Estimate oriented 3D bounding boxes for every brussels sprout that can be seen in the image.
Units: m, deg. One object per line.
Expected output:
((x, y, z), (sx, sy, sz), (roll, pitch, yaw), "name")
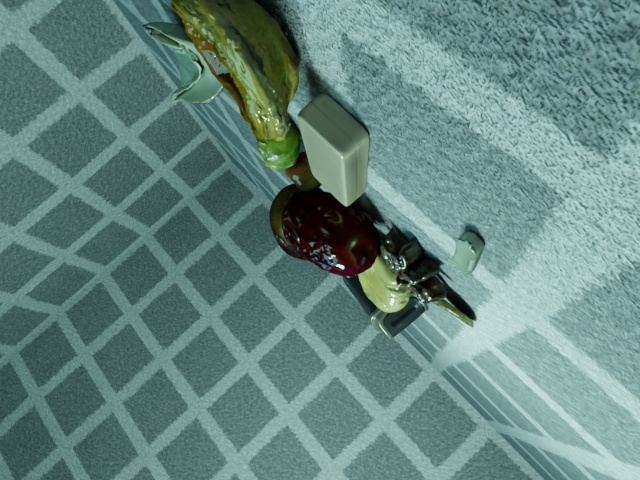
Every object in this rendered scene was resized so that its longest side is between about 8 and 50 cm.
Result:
((-0.119, -0.289, 1.297), (0.151, 0.122, 0.149), (80, -177, -72), "brussels sprout")

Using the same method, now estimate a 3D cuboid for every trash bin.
((0.231, 0.196, 1.623), (0.290, 0.209, 0.182), (50, 179, 36), "trash bin")

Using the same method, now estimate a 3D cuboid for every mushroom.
((-0.020, -0.065, 1.784), (0.331, 0.357, 0.334), (-141, 48, -74), "mushroom")

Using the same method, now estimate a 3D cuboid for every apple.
((-0.045, -0.209, 1.374), (0.126, 0.102, 0.126), (47, 176, 5), "apple")

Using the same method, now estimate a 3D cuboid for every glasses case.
((0.036, -0.191, 1.025), (0.144, 0.076, 0.336), (45, 174, 12), "glasses case")

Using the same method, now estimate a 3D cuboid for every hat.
((-0.413, -0.590, 1.464), (0.302, 0.168, 0.257), (19, 140, 26), "hat")

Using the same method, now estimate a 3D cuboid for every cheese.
((0.208, 0.110, 1.440), (0.226, 0.117, 0.213), (47, 151, 47), "cheese")

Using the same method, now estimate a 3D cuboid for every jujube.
((0.026, -0.031, 1.366), (0.258, 0.258, 0.377), (50, 167, -28), "jujube")

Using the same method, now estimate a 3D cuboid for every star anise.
((0.245, 0.080, 1.227), (0.223, 0.109, 0.236), (55, 173, -30), "star anise")

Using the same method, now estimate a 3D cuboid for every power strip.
((0.289, 0.030, 0.886), (0.047, 0.030, 0.191), (44, 173, 22), "power strip")

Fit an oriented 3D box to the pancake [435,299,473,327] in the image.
((0.376, 0.199, 1.285), (0.158, 0.028, 0.158), (33, -178, -1), "pancake")

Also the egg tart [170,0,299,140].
((-0.147, -0.361, 0.866), (0.352, 0.150, 0.352), (53, 175, 6), "egg tart")
